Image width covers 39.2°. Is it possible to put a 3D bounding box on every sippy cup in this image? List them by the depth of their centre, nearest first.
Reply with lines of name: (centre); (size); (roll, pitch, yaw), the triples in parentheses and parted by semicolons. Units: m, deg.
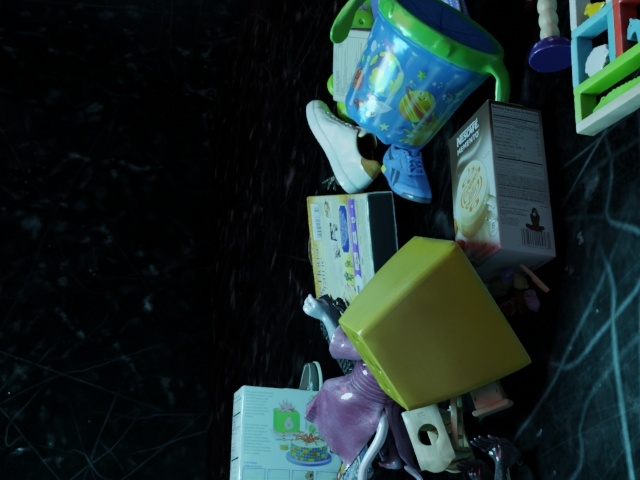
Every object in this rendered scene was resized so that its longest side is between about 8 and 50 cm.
sippy cup: (0.161, -0.287, 1.554); (0.224, 0.240, 0.305); (-60, 34, 28)

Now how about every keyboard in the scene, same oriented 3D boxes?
keyboard: (0.056, 0.226, 1.925); (0.317, 0.033, 0.201); (-122, 27, -49)

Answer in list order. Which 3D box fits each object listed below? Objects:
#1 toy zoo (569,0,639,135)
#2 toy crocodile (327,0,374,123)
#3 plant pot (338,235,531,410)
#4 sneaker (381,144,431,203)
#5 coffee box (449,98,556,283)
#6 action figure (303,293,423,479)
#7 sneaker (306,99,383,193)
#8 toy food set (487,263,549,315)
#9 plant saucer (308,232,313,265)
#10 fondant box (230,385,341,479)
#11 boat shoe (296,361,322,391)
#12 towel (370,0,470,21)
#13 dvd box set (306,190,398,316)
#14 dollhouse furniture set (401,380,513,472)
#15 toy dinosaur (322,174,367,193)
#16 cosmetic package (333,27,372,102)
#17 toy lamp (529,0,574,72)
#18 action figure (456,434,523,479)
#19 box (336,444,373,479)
toy zoo: (0.400, -0.310, 1.200); (0.192, 0.030, 0.293); (142, 132, -66)
toy crocodile: (0.091, -0.446, 2.163); (0.115, 0.105, 0.340); (147, 133, -67)
plant pot: (0.152, 0.136, 1.359); (0.212, 0.187, 0.212); (57, 172, -8)
sneaker: (0.175, -0.143, 1.791); (0.209, 0.069, 0.082); (-114, 39, -60)
coffee box: (0.275, -0.071, 1.384); (0.141, 0.098, 0.246); (131, 143, -60)
action figure: (0.093, 0.249, 1.588); (0.275, 0.248, 0.370); (-106, 26, -50)
sneaker: (0.066, -0.239, 2.097); (0.123, 0.106, 0.290); (-39, 56, 18)
toy food set: (0.291, 0.083, 1.344); (0.019, 0.078, 0.122); (-41, -10, -27)
plant saucer: (0.000, 0.000, 2.362); (0.168, 0.029, 0.168); (-173, 90, -72)
fondant box: (-0.078, 0.507, 2.042); (0.096, 0.238, 0.330); (133, 141, -64)
boat shoe: (-0.042, 0.415, 2.251); (0.081, 0.069, 0.227); (165, 112, -71)
towel: (0.197, -0.473, 1.837); (0.336, 0.040, 0.243); (144, 118, -65)
dvd box set: (0.069, 0.048, 1.959); (0.420, 0.062, 0.307); (-177, 81, -73)
dollhouse furniture set: (0.243, 0.294, 1.401); (0.161, 0.182, 0.101); (-26, 67, 18)
toy dinosaur: (0.065, -0.133, 2.153); (0.118, 0.064, 0.268); (-44, 40, 40)
cosmetic package: (0.137, -0.344, 1.813); (0.309, 0.113, 0.160); (-145, 53, -62)
toy lamp: (0.339, -0.391, 1.357); (0.080, 0.080, 0.274); (131, 141, -61)
action figure: (0.236, 0.421, 1.240); (0.164, 0.141, 0.275); (120, 155, -45)
box: (0.072, 0.497, 1.918); (0.094, 0.027, 0.137); (-102, 26, -50)
